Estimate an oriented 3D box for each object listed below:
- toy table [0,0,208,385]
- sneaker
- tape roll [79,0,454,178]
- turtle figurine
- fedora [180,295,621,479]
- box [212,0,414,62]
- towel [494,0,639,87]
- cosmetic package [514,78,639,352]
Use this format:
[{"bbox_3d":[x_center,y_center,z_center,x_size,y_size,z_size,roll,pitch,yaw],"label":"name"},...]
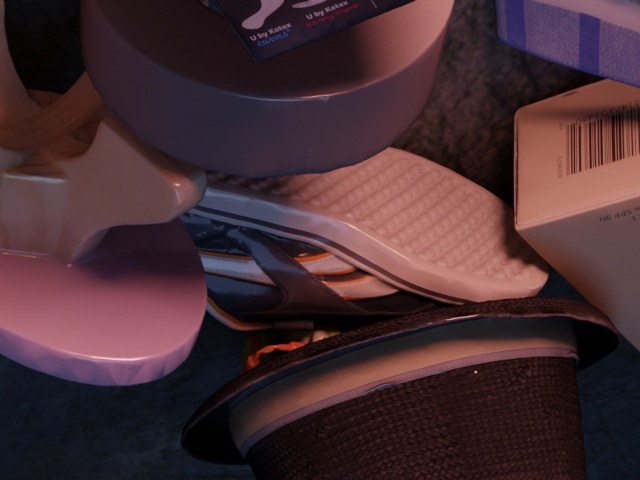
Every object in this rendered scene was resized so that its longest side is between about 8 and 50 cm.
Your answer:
[{"bbox_3d":[-0.174,-0.054,1.252,0.274,0.252,0.161,31,136,13],"label":"toy table"},{"bbox_3d":[0.000,0.000,1.444,0.321,0.126,0.127,18,131,-14],"label":"sneaker"},{"bbox_3d":[-0.033,-0.141,1.178,0.219,0.219,0.072,-1,143,-9],"label":"tape roll"},{"bbox_3d":[0.028,0.073,1.568,0.217,0.087,0.269,-13,167,-3],"label":"turtle figurine"},{"bbox_3d":[0.071,0.161,1.456,0.334,0.152,0.334,-13,161,-5],"label":"fedora"},{"bbox_3d":[-0.005,-0.246,1.026,0.163,0.247,0.142,-20,142,14],"label":"box"},{"bbox_3d":[0.193,-0.190,1.228,0.209,0.034,0.285,19,149,20],"label":"towel"},{"bbox_3d":[0.284,0.001,1.488,0.160,0.113,0.309,-17,142,30],"label":"cosmetic package"}]
